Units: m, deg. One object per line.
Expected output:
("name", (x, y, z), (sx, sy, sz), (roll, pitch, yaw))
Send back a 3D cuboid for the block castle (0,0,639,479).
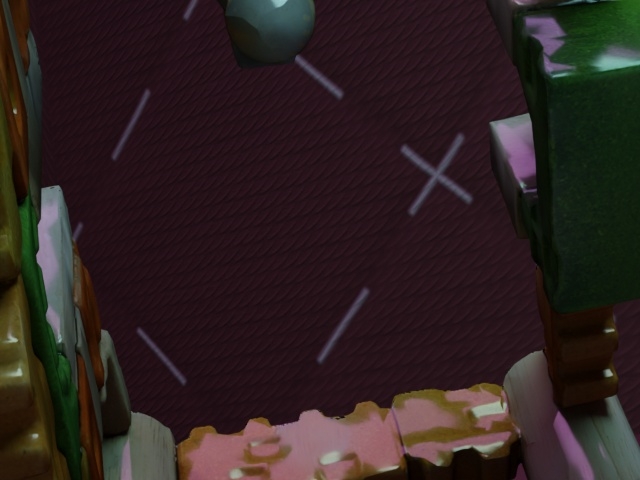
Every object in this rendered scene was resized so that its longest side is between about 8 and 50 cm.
("block castle", (0.000, 0.000, 0.537), (0.303, 0.453, 0.213), (-9, 37, -3))
